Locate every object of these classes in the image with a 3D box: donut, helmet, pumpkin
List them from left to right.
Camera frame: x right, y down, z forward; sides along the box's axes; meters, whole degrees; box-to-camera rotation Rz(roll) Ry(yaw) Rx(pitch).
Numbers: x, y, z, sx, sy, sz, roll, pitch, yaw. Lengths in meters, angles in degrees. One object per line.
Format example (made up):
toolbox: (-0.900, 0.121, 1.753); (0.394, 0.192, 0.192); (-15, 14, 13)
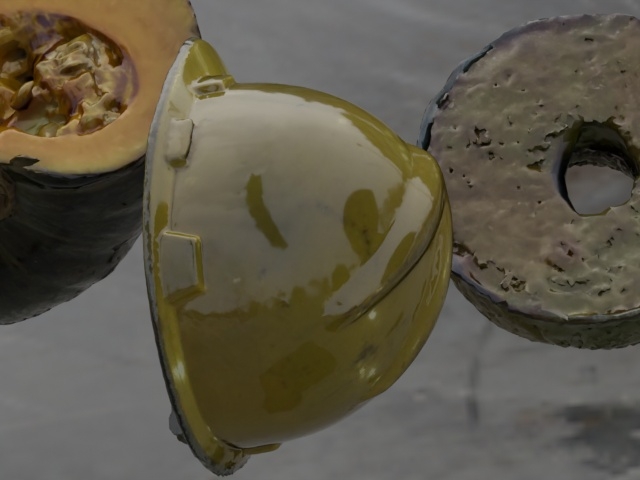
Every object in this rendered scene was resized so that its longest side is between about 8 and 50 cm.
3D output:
pumpkin: (-0.239, -0.072, 1.270); (0.325, 0.242, 0.232); (0, -26, -6)
helmet: (0.000, 0.000, 1.060); (0.140, 0.205, 0.257); (-6, 46, 15)
donut: (0.199, -0.033, 1.464); (0.272, 0.107, 0.272); (-6, 56, 8)

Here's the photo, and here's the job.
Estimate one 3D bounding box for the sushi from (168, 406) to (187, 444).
sushi: (-0.083, 0.120, 1.519); (0.046, 0.083, 0.044); (29, -31, -32)
